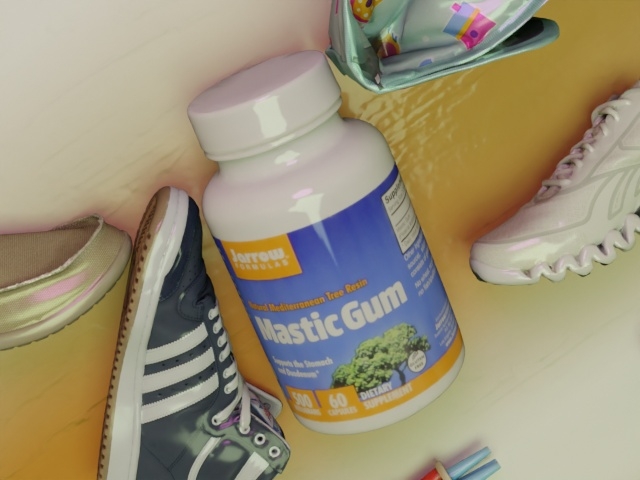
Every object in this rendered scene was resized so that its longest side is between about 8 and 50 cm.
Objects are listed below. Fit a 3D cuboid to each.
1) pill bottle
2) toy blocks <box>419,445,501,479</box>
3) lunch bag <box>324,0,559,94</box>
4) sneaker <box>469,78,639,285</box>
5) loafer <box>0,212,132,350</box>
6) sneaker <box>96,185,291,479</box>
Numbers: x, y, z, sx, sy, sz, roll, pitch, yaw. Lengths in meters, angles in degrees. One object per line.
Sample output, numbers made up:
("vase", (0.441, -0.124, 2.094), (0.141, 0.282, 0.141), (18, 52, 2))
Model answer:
("pill bottle", (0.000, 0.000, 0.970), (0.152, 0.152, 0.272), (-24, 111, -2))
("toy blocks", (0.112, 0.262, 1.130), (0.148, 0.054, 0.123), (-33, 110, 1))
("lunch bag", (0.099, -0.215, 0.879), (0.160, 0.223, 0.262), (34, 99, -11))
("sneaker", (0.241, -0.058, 1.029), (0.292, 0.110, 0.118), (-28, 103, -9))
("loafer", (-0.276, 0.035, 0.960), (0.268, 0.102, 0.092), (-21, 116, -2))
("sneaker", (-0.089, 0.096, 1.014), (0.153, 0.099, 0.282), (9, 112, -9))
